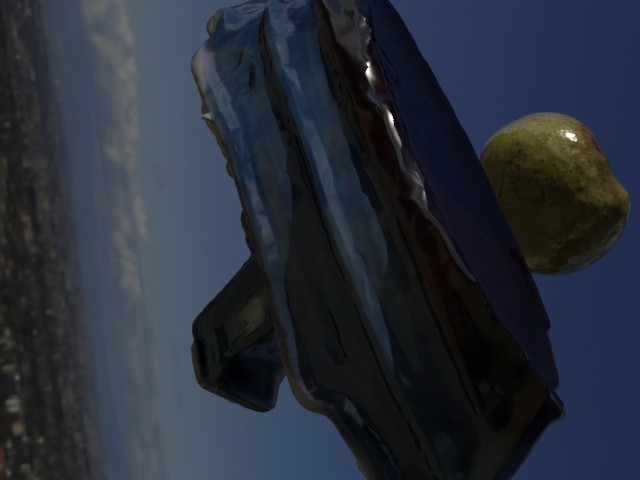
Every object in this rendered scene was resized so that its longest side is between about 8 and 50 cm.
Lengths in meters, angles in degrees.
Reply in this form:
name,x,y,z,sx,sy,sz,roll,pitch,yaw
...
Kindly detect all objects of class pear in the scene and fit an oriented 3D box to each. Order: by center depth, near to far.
name,x,y,z,sx,sy,sz,roll,pitch,yaw
pear,0.225,-0.046,1.190,0.167,0.136,0.167,61,13,-24

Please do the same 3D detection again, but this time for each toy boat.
name,x,y,z,sx,sy,sz,roll,pitch,yaw
toy boat,0.000,0.000,0.523,0.129,0.142,0.309,33,30,-49
